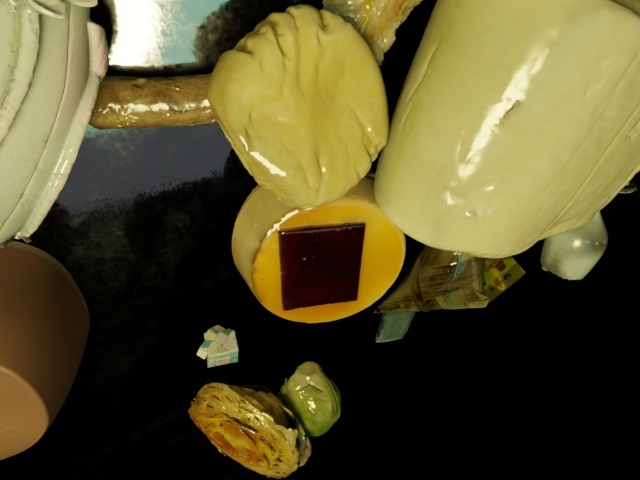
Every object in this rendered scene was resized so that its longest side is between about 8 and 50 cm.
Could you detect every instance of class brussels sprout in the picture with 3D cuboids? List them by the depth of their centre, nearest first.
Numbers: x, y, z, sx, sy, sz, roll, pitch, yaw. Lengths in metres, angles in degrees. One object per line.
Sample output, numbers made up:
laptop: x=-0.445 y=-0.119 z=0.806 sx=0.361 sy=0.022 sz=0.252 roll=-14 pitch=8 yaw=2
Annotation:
brussels sprout: x=-0.019 y=0.390 z=1.028 sx=0.131 sy=0.145 sz=0.183 roll=-23 pitch=141 yaw=-40

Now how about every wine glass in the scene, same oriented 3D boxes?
wine glass: x=0.589 y=-0.033 z=0.958 sx=0.126 sy=0.126 sz=0.241 roll=-3 pitch=124 yaw=-19

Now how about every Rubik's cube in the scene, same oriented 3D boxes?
Rubik's cube: x=-0.207 y=0.209 z=0.866 sx=0.084 sy=0.073 sz=0.075 roll=6 pitch=139 yaw=-30

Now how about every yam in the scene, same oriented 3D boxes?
yam: x=-0.134 y=-0.206 z=0.588 sx=0.357 sy=0.081 sz=0.081 roll=-9 pitch=127 yaw=-13

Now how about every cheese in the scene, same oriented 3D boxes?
cheese: x=-0.017 y=-0.162 z=0.535 sx=0.214 sy=0.117 sz=0.226 roll=-41 pitch=113 yaw=-7

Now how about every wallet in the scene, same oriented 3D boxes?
wallet: x=0.183 y=0.188 z=1.024 sx=0.088 sy=0.026 sz=0.129 roll=-2 pitch=124 yaw=-24

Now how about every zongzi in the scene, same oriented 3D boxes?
zongzi: x=0.223 y=0.051 z=0.903 sx=0.242 sy=0.112 sz=0.221 roll=-7 pitch=115 yaw=7

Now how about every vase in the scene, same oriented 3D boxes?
vase: x=-0.326 y=-0.217 z=0.409 sx=0.250 sy=0.250 sz=0.445 roll=22 pitch=109 yaw=-32

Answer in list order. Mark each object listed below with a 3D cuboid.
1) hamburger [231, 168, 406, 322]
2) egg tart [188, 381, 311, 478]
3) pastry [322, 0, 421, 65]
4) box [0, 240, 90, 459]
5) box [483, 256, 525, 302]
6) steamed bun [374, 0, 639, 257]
hamburger: x=0.000 y=0.000 z=0.722 sx=0.300 sy=0.176 sz=0.300 roll=-9 pitch=130 yaw=-10
egg tart: x=-0.153 y=0.418 z=0.975 sx=0.297 sy=0.132 sz=0.297 roll=12 pitch=124 yaw=19
pastry: x=0.105 y=-0.346 z=0.566 sx=0.121 sy=0.089 sz=0.258 roll=38 pitch=107 yaw=-26
box: x=-0.515 y=0.176 z=0.632 sx=0.301 sy=0.216 sz=0.301 roll=-11 pitch=129 yaw=-13
box: x=0.401 y=0.069 z=1.020 sx=0.121 sy=0.030 sz=0.193 roll=-44 pitch=127 yaw=13
steamed bun: x=0.292 y=-0.183 z=0.627 sx=0.456 sy=0.290 sz=0.371 roll=-8 pitch=135 yaw=-34
